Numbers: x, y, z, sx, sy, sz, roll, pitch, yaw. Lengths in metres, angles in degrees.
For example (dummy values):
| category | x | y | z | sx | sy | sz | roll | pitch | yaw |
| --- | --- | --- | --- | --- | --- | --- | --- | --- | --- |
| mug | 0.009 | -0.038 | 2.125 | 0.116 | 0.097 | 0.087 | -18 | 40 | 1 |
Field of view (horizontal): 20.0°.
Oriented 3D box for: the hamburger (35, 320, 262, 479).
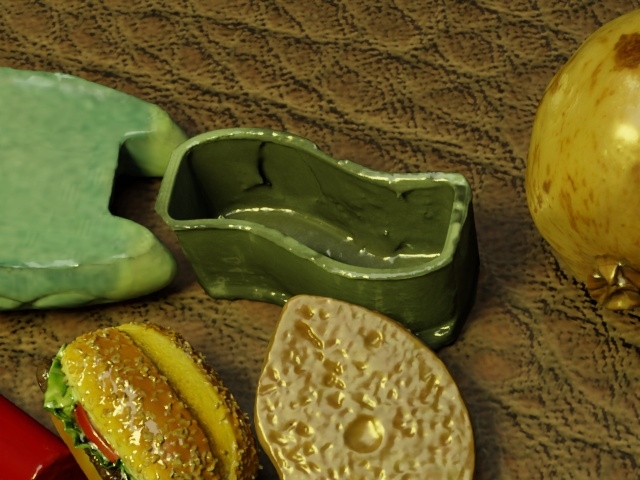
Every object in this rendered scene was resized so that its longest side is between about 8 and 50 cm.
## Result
| category | x | y | z | sx | sy | sz | roll | pitch | yaw |
| --- | --- | --- | --- | --- | --- | --- | --- | --- | --- |
| hamburger | -0.113 | 0.125 | 1.234 | 0.137 | 0.087 | 0.166 | -6 | 50 | -50 |

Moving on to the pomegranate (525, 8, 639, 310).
| category | x | y | z | sx | sy | sz | roll | pitch | yaw |
| --- | --- | --- | --- | --- | --- | --- | --- | --- | --- |
| pomegranate | 0.242 | -0.047 | 1.240 | 0.215 | 0.215 | 0.215 | -5 | 55 | 8 |

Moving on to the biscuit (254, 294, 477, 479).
| category | x | y | z | sx | sy | sz | roll | pitch | yaw |
| --- | --- | --- | --- | --- | --- | --- | --- | --- | --- |
| biscuit | 0.033 | 0.133 | 1.231 | 0.142 | 0.029 | 0.220 | -24 | 74 | -7 |

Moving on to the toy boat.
| category | x | y | z | sx | sy | sz | roll | pitch | yaw |
| --- | --- | --- | --- | --- | --- | --- | --- | --- | --- |
| toy boat | -0.264 | -0.027 | 1.404 | 0.330 | 0.123 | 0.215 | 3 | 52 | -1 |

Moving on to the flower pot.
| category | x | y | z | sx | sy | sz | roll | pitch | yaw |
| --- | --- | --- | --- | --- | --- | --- | --- | --- | --- |
| flower pot | 0.000 | 0.000 | 1.318 | 0.229 | 0.108 | 0.103 | 14 | 60 | 21 |

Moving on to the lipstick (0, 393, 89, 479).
| category | x | y | z | sx | sy | sz | roll | pitch | yaw |
| --- | --- | --- | --- | --- | --- | --- | --- | --- | --- |
| lipstick | -0.284 | 0.114 | 1.315 | 0.280 | 0.073 | 0.073 | 30 | 66 | 30 |
